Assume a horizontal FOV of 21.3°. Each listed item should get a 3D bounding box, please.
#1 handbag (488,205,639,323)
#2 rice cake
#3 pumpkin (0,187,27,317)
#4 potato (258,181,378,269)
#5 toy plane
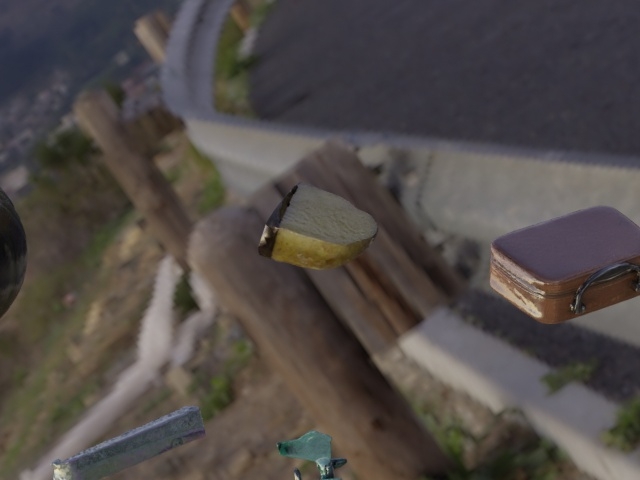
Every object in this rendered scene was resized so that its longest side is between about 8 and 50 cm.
[{"bbox_3d":[0.320,0.031,2.136,0.193,0.072,0.151,-14,33,-23],"label":"handbag"},{"bbox_3d":[-0.237,0.258,2.105,0.211,0.043,0.034,-20,8,-34],"label":"rice cake"},{"bbox_3d":[-0.550,-0.003,2.302,0.241,0.323,0.323,-43,8,20],"label":"pumpkin"},{"bbox_3d":[0.000,0.000,1.730,0.096,0.103,0.066,-53,-17,-51],"label":"potato"},{"bbox_3d":[0.019,0.313,1.840,0.096,0.235,0.060,-6,15,14],"label":"toy plane"}]
